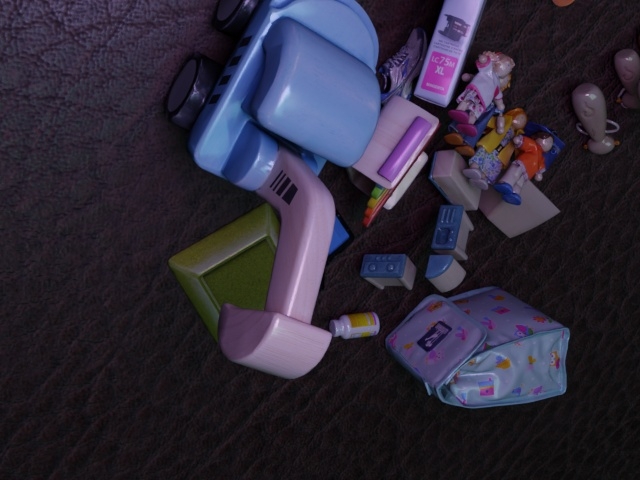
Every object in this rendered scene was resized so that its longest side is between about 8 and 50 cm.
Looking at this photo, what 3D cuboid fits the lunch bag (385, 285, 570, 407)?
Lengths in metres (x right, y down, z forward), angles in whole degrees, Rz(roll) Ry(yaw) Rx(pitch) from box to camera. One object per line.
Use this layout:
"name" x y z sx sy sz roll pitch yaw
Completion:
"lunch bag" 0.269 0.194 1.394 0.262 0.223 0.160 -9 110 -19

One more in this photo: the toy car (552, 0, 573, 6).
"toy car" 0.423 -0.469 1.195 0.219 0.210 0.238 -13 130 -30

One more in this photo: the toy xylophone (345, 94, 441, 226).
"toy xylophone" 0.088 -0.101 1.169 0.081 0.322 0.236 36 99 6

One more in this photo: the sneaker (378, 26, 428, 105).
"sneaker" 0.125 -0.270 1.224 0.058 0.052 0.135 15 102 -20

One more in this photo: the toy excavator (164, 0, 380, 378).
"toy excavator" -0.044 -0.107 0.986 0.222 0.445 0.433 25 100 -30

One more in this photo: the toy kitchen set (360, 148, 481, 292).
"toy kitchen set" 0.160 -0.031 1.327 0.122 0.166 0.207 42 56 -47

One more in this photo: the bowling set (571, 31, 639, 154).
"bowling set" 0.604 -0.270 1.373 0.154 0.287 0.200 55 51 -38

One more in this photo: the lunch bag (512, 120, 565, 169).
"lunch bag" 0.372 -0.168 1.352 0.067 0.098 0.065 33 93 -27

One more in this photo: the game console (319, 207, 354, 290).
"game console" 0.000 0.000 1.278 0.071 0.107 0.122 -23 124 20

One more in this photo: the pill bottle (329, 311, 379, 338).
"pill bottle" 0.059 0.151 1.385 0.083 0.043 0.043 -4 114 -23

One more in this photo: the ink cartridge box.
"ink cartridge box" 0.217 -0.359 1.151 0.065 0.186 0.311 21 107 6

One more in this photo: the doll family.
"doll family" 0.272 -0.192 1.249 0.163 0.118 0.263 -54 128 -18

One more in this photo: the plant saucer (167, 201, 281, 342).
"plant saucer" -0.120 0.064 1.264 0.188 0.045 0.188 -31 121 -9

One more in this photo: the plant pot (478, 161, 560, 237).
"plant pot" 0.335 -0.071 1.380 0.109 0.109 0.096 35 106 -32
